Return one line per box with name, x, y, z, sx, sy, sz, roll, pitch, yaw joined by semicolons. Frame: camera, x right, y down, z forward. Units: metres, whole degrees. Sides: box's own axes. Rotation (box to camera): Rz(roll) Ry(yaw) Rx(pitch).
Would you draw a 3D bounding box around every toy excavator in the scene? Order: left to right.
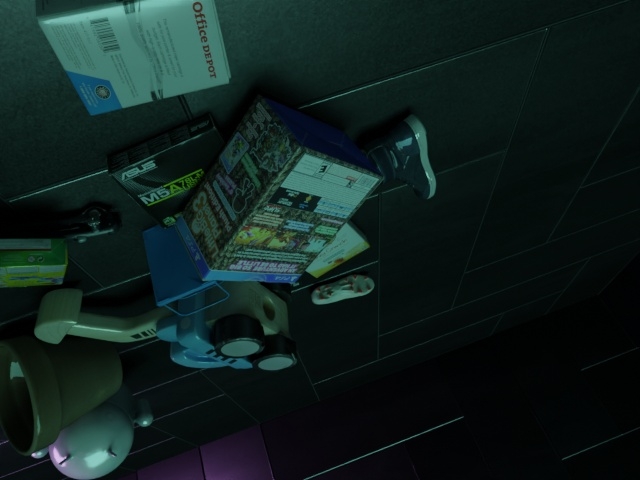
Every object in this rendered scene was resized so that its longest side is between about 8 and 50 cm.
toy excavator;-0.332;0.192;1.082;0.445;0.222;0.433;-22;144;18

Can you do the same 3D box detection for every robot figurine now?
robot figurine;-0.615;0.505;1.287;0.300;0.199;0.353;-14;-169;-18

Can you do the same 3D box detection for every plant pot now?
plant pot;-0.615;0.337;1.125;0.229;0.263;0.263;-9;151;-51

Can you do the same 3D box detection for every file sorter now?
file sorter;-0.265;0.049;0.948;0.118;0.170;0.104;-23;151;1

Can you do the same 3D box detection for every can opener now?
can opener;-0.451;-0.017;0.834;0.186;0.059;0.073;-11;148;-19

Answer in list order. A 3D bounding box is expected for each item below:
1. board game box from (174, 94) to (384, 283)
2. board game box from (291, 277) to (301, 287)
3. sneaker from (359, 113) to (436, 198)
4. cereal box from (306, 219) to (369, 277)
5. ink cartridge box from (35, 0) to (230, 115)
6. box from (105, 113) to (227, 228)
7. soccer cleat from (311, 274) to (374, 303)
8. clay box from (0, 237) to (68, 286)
board game box;-0.075;-0.071;0.845;0.232;0.141;0.291;9;128;-50
board game box;-0.145;0.107;1.249;0.186;0.026;0.126;-17;148;-9
sneaker;0.151;-0.137;0.989;0.163;0.086;0.226;-34;139;-2
cereal box;0.000;0.000;1.155;0.173;0.047;0.240;-31;148;14
ink cartridge box;-0.225;-0.254;0.592;0.191;0.082;0.139;-18;149;-10
box;-0.239;-0.114;0.833;0.191;0.045;0.184;-23;152;-1
soccer cleat;0.065;0.148;1.416;0.196;0.068;0.076;-11;162;-16
clay box;-0.526;0.045;0.836;0.127;0.053;0.222;0;167;-32
